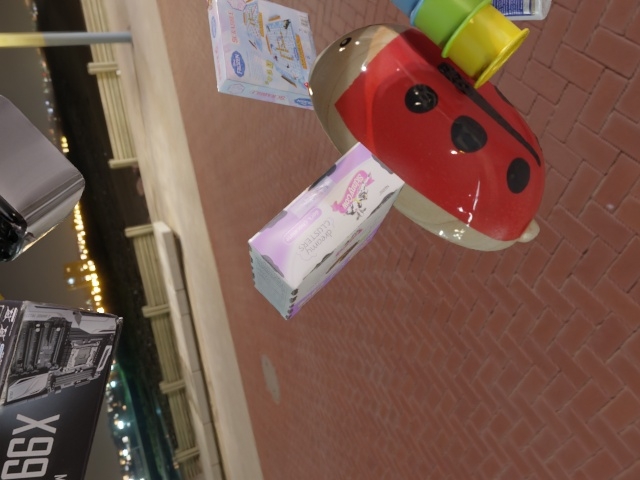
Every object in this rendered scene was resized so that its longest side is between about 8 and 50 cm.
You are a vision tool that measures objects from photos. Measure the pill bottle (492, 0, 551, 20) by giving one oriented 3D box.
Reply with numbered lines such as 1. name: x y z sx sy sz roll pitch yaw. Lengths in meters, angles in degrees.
1. pill bottle: 0.454 -0.594 1.198 0.186 0.112 0.112 14 118 32

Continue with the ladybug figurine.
1. ladybug figurine: 0.183 -0.175 0.771 0.449 0.305 0.162 42 138 2

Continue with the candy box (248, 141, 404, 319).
1. candy box: 0.000 0.000 0.582 0.070 0.165 0.196 44 163 9

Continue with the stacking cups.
1. stacking cups: 0.132 -0.349 0.661 0.316 0.096 0.096 46 150 4

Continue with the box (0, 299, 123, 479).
1. box: -0.283 0.199 0.377 0.242 0.076 0.308 -5 71 37

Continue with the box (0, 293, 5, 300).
1. box: -0.551 0.150 0.814 0.257 0.079 0.322 24 141 31

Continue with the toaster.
1. toaster: -0.405 -0.069 0.622 0.186 0.110 0.168 48 140 -12

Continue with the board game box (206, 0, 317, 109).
1. board game box: -0.158 -0.555 1.435 0.066 0.318 0.319 -32 63 51
